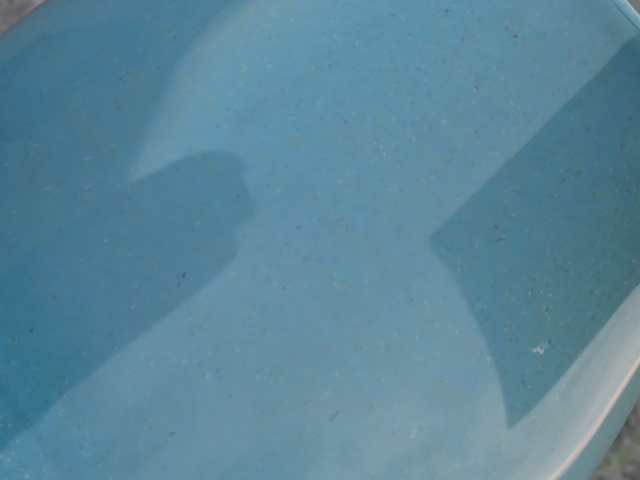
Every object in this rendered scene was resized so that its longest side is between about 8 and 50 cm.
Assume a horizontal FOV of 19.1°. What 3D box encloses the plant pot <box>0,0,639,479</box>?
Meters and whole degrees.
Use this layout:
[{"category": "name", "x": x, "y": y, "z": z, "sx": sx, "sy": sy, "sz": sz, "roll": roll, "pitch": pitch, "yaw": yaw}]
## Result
[{"category": "plant pot", "x": 0.000, "y": 0.000, "z": 0.643, "sx": 0.271, "sy": 0.255, "sz": 0.271, "roll": 46, "pitch": 8, "yaw": -8}]
